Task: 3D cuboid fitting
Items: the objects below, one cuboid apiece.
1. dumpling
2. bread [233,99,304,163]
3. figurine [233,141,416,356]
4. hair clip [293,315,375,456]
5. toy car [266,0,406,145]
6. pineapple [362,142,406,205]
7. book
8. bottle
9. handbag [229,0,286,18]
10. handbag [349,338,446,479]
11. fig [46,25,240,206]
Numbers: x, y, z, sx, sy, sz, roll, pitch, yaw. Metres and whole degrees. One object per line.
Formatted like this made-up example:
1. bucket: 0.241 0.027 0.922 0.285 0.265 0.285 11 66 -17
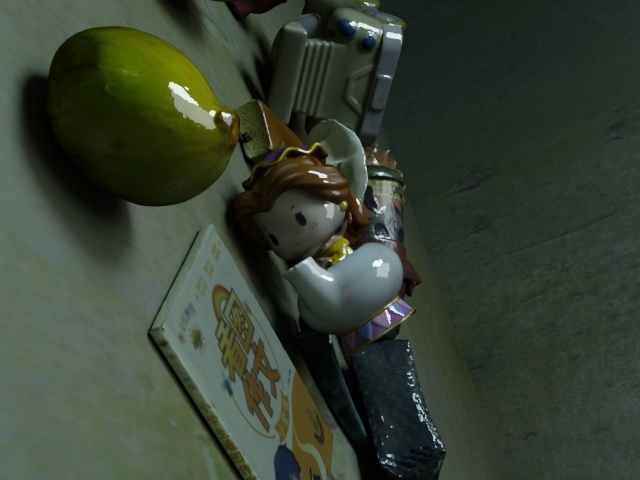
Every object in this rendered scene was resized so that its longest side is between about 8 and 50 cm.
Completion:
1. dumpling: 0.010 -0.053 1.047 0.126 0.166 0.216 36 65 -17
2. bread: -0.064 -0.138 1.142 0.226 0.049 0.088 31 38 -72
3. figurine: 0.000 0.000 0.897 0.263 0.142 0.189 57 25 4
4. hair clip: 0.022 0.197 0.972 0.070 0.039 0.229 -80 151 -68
5. toy car: -0.002 -0.326 1.354 0.336 0.226 0.242 -114 -148 -56
6. pineapple: 0.070 -0.135 1.442 0.361 0.175 0.175 -85 150 -63
7. book: -0.060 0.148 0.726 0.208 0.020 0.295 -83 148 -65
8. bottle: 0.077 0.028 1.181 0.143 0.156 0.271 74 13 -77
9. handbag: -0.131 -0.506 1.302 0.146 0.135 0.225 -94 160 -44
10. handbag: 0.107 0.261 1.070 0.175 0.089 0.270 81 -5 -51
11. fig: -0.141 -0.094 0.584 0.153 0.121 0.136 42 23 -9
